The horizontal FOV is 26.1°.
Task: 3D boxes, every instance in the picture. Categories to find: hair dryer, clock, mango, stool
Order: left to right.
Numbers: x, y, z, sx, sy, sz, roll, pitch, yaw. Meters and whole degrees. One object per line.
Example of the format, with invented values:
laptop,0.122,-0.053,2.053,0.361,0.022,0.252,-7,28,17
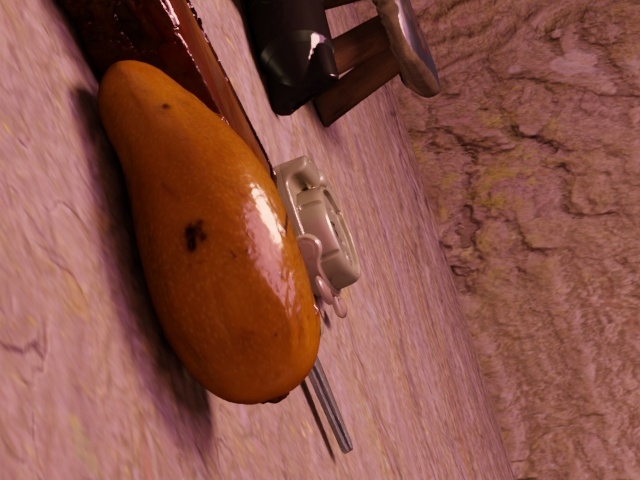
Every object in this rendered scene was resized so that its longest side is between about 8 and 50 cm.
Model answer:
mango,-0.082,-0.011,1.090,0.177,0.120,0.295,44,25,-73
hair dryer,-0.076,-0.343,1.922,0.302,0.116,0.244,53,18,-52
clock,0.000,0.000,1.721,0.151,0.062,0.191,47,24,-66
stool,0.043,-0.366,2.303,0.310,0.226,0.310,30,39,-74

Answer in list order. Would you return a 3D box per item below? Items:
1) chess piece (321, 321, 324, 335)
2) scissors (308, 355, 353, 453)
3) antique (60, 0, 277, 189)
chess piece,-0.056,0.041,1.356,0.149,0.059,0.059,59,11,-13
scissors,-0.055,0.019,1.460,0.192,0.029,0.447,-31,99,-80
antique,-0.136,-0.143,1.195,0.093,0.087,0.310,-94,161,-59
